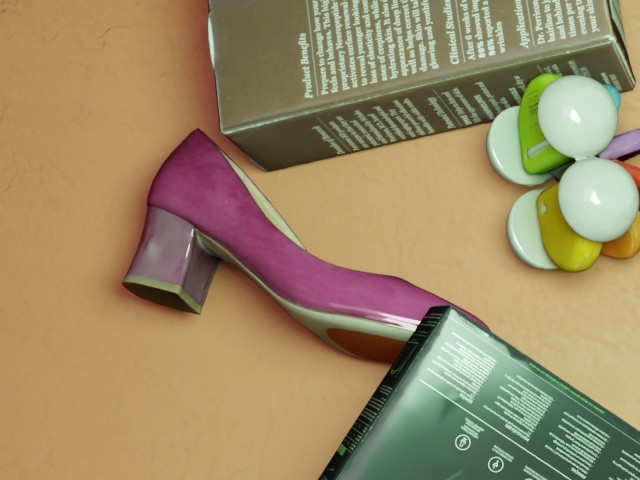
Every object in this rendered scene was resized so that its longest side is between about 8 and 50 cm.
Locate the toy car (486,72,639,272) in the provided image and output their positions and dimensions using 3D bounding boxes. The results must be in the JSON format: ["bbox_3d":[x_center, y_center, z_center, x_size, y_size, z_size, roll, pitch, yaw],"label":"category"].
[{"bbox_3d":[0.242,-0.065,1.723,0.136,0.159,0.182,-9,80,-23],"label":"toy car"}]

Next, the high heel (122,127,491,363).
[{"bbox_3d":[0.000,0.000,1.797,0.377,0.127,0.181,14,71,18],"label":"high heel"}]

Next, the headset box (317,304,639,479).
[{"bbox_3d":[0.126,0.237,1.619,0.246,0.131,0.283,33,86,-2],"label":"headset box"}]

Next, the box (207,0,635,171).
[{"bbox_3d":[0.092,-0.206,1.817,0.381,0.143,0.191,-11,71,14],"label":"box"}]
